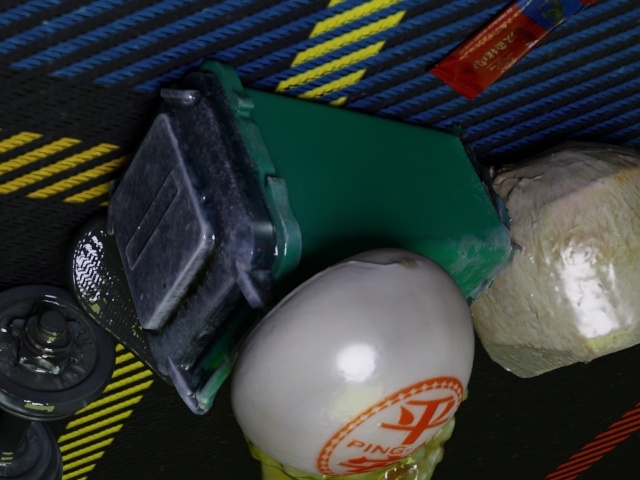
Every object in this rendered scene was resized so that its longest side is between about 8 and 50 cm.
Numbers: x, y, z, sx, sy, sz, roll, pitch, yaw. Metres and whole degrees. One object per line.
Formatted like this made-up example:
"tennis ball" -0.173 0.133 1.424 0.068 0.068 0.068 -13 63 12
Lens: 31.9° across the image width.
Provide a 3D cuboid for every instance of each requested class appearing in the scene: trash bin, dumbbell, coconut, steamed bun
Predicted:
"trash bin" 0.000 0.000 1.179 0.381 0.295 0.259 1 143 -34
"dumbbell" -0.376 0.212 1.392 0.179 0.179 0.406 4 141 -27
"coconut" 0.299 0.012 1.327 0.297 0.255 0.297 -21 172 -3
"steamed bun" 0.040 0.122 0.986 0.232 0.145 0.232 -29 155 -15

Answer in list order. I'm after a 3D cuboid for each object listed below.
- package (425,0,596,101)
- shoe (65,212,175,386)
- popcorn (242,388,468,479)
"package" 0.208 -0.221 1.177 0.083 0.022 0.200 21 132 -42
"shoe" -0.220 0.070 1.321 0.108 0.093 0.241 -42 119 -12
"popcorn" 0.034 0.199 1.431 0.274 0.335 0.279 -3 127 41
